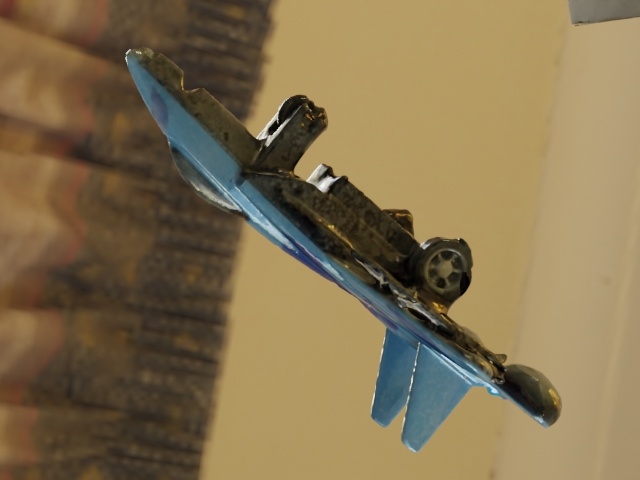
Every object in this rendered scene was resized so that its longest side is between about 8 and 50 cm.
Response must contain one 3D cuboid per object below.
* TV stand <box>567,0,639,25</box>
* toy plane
[{"bbox_3d":[0.272,-0.200,1.504,0.256,0.040,0.049,4,-72,66],"label":"TV stand"},{"bbox_3d":[0.005,-0.006,0.884,0.078,0.246,0.169,-41,-159,-7],"label":"toy plane"}]
